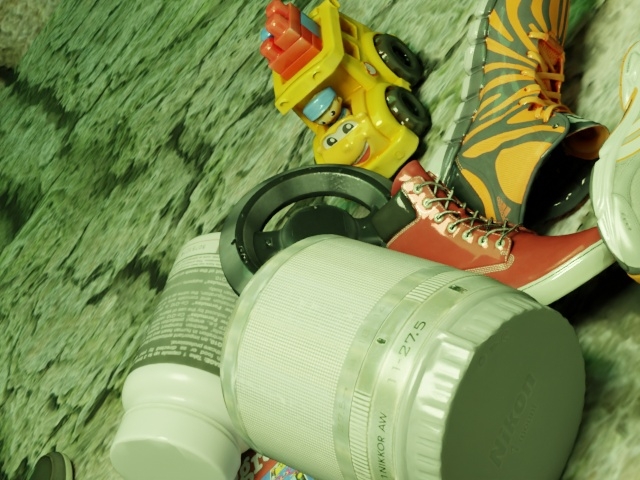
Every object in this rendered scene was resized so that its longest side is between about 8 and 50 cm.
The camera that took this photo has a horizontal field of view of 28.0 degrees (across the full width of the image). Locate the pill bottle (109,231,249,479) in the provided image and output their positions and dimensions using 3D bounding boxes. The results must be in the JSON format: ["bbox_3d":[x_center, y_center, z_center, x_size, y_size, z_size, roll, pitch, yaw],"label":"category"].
[{"bbox_3d":[-0.128,0.143,1.446,0.161,0.161,0.283,-26,34,41],"label":"pill bottle"}]

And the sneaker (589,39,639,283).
[{"bbox_3d":[0.320,-0.085,1.126,0.121,0.099,0.262,-13,53,44],"label":"sneaker"}]

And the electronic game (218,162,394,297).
[{"bbox_3d":[0.000,0.000,1.434,0.229,0.048,0.229,-4,49,4],"label":"electronic game"}]

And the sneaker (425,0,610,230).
[{"bbox_3d":[0.231,-0.144,1.301,0.180,0.125,0.321,8,79,53],"label":"sneaker"}]

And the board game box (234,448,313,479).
[{"bbox_3d":[-0.031,0.243,1.382,0.281,0.027,0.145,-47,31,17],"label":"board game box"}]

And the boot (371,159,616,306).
[{"bbox_3d":[0.155,-0.011,1.209,0.244,0.088,0.176,-25,87,43],"label":"boot"}]

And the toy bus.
[{"bbox_3d":[0.009,-0.189,1.549,0.149,0.211,0.220,-37,37,28],"label":"toy bus"}]

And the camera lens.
[{"bbox_3d":[0.064,0.122,1.133,0.274,0.219,0.219,16,75,43],"label":"camera lens"}]

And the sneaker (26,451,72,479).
[{"bbox_3d":[-0.420,0.374,1.722,0.083,0.118,0.222,-13,52,50],"label":"sneaker"}]
